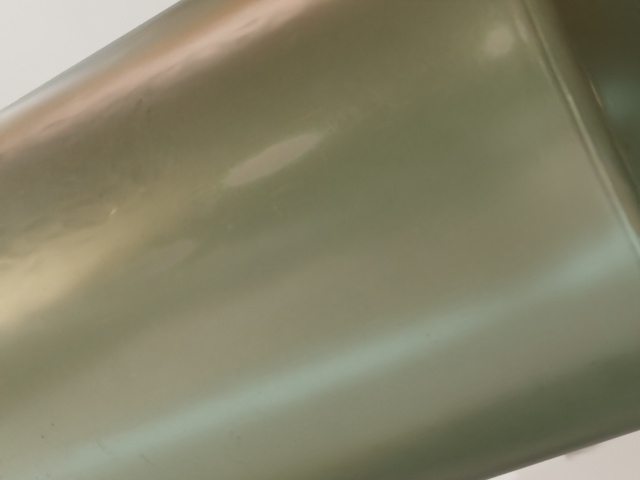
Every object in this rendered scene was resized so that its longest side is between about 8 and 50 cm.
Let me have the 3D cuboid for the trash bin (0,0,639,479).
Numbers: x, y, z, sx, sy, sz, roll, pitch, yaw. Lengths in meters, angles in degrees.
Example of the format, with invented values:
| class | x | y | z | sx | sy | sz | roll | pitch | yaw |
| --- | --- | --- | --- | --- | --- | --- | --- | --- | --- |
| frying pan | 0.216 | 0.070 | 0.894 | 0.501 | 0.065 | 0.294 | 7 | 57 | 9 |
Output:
| class | x | y | z | sx | sy | sz | roll | pitch | yaw |
| --- | --- | --- | --- | --- | --- | --- | --- | --- | --- |
| trash bin | 0.000 | 0.000 | 0.615 | 0.432 | 0.280 | 0.280 | -25 | -145 | 17 |
